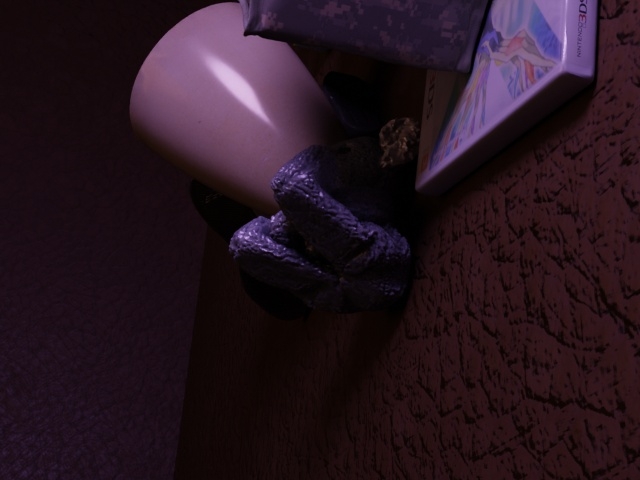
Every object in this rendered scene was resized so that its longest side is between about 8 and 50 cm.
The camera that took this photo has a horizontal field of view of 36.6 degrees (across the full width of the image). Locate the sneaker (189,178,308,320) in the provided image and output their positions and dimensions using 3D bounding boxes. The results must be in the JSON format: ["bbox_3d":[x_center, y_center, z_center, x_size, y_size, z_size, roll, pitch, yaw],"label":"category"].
[{"bbox_3d":[-0.093,-0.026,1.586,0.124,0.295,0.178,-19,24,26],"label":"sneaker"}]

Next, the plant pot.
[{"bbox_3d":[-0.080,-0.151,1.348,0.274,0.256,0.256,42,130,27],"label":"plant pot"}]

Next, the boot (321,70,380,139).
[{"bbox_3d":[0.030,-0.157,1.452,0.198,0.077,0.137,-96,16,-54],"label":"boot"}]

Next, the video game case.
[{"bbox_3d":[0.178,-0.231,0.959,0.329,0.036,0.300,138,141,-68],"label":"video game case"}]

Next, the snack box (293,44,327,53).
[{"bbox_3d":[0.018,-0.462,1.747,0.207,0.070,0.174,134,146,-69],"label":"snack box"}]

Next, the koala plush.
[{"bbox_3d":[0.037,-0.042,1.172,0.196,0.203,0.221,-50,9,47],"label":"koala plush"}]

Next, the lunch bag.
[{"bbox_3d":[0.033,-0.299,1.035,0.287,0.235,0.169,-104,25,-62],"label":"lunch bag"}]
